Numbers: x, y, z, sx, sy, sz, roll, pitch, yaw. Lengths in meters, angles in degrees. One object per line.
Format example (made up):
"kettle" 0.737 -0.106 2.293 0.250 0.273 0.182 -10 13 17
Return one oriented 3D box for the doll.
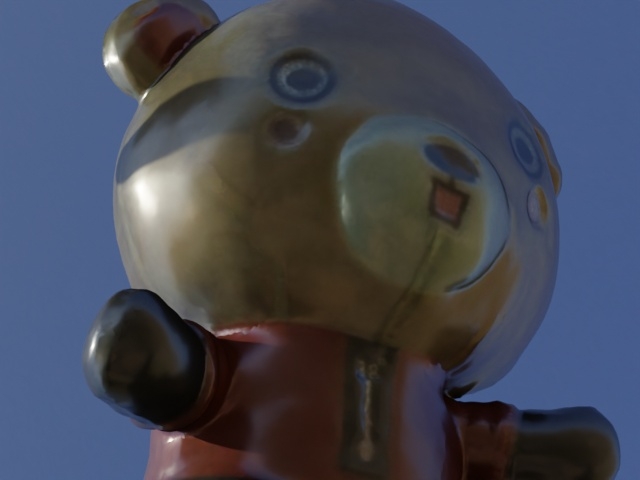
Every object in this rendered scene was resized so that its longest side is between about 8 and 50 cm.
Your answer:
"doll" 0.007 0.050 0.701 0.235 0.174 0.330 15 -120 -19
